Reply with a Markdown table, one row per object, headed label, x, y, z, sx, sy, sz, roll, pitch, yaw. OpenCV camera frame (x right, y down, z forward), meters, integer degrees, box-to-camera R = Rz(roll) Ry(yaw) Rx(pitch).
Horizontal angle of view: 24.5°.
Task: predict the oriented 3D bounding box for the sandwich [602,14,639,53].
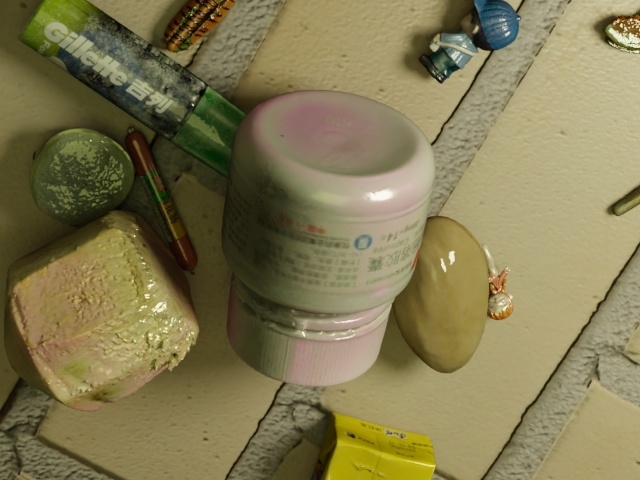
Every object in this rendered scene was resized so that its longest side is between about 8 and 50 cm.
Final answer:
| label | x | y | z | sx | sy | sz | roll | pitch | yaw |
| --- | --- | --- | --- | --- | --- | --- | --- | --- | --- |
| sandwich | 0.443 | -0.284 | 1.949 | 0.135 | 0.029 | 0.067 | -25 | 107 | 5 |

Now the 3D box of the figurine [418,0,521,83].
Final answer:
| label | x | y | z | sx | sy | sz | roll | pitch | yaw |
| --- | --- | --- | --- | --- | --- | --- | --- | --- | --- |
| figurine | 0.197 | -0.259 | 1.924 | 0.136 | 0.079 | 0.077 | -49 | 145 | 7 |

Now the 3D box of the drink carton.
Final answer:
| label | x | y | z | sx | sy | sz | roll | pitch | yaw |
| --- | --- | --- | --- | --- | --- | --- | --- | --- | --- |
| drink carton | 0.040 | 0.436 | 2.117 | 0.154 | 0.111 | 0.351 | 15 | 105 | -8 |

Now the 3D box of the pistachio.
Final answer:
| label | x | y | z | sx | sy | sz | roll | pitch | yaw |
| --- | --- | --- | --- | --- | --- | --- | --- | --- | --- |
| pistachio | 0.162 | 0.071 | 1.998 | 0.136 | 0.136 | 0.226 | -9 | 115 | 0 |

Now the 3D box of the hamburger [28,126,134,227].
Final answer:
| label | x | y | z | sx | sy | sz | roll | pitch | yaw |
| --- | --- | --- | --- | --- | --- | --- | --- | --- | --- |
| hamburger | -0.319 | -0.085 | 1.962 | 0.133 | 0.062 | 0.140 | 34 | 101 | -16 |

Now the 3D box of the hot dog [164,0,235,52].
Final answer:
| label | x | y | z | sx | sy | sz | roll | pitch | yaw |
| --- | --- | --- | --- | --- | --- | --- | --- | --- | --- |
| hot dog | -0.158 | -0.291 | 1.917 | 0.049 | 0.037 | 0.122 | 41 | 100 | -10 |

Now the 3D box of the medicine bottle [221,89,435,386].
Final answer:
| label | x | y | z | sx | sy | sz | roll | pitch | yaw |
| --- | --- | --- | --- | --- | --- | --- | --- | --- | --- |
| medicine bottle | 0.000 | 0.000 | 1.880 | 0.256 | 0.256 | 0.325 | 7 | 123 | -5 |

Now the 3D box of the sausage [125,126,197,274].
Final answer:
| label | x | y | z | sx | sy | sz | roll | pitch | yaw |
| --- | --- | --- | --- | --- | --- | --- | --- | --- | --- |
| sausage | -0.214 | -0.052 | 1.993 | 0.029 | 0.029 | 0.223 | -21 | 107 | 4 |

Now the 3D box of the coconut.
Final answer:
| label | x | y | z | sx | sy | sz | roll | pitch | yaw |
| --- | --- | --- | --- | --- | --- | --- | --- | --- | --- |
| coconut | -0.300 | 0.104 | 1.936 | 0.245 | 0.233 | 0.233 | -32 | 106 | 6 |

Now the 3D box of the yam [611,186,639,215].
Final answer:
| label | x | y | z | sx | sy | sz | roll | pitch | yaw |
| --- | --- | --- | --- | --- | --- | --- | --- | --- | --- |
| yam | 0.450 | -0.069 | 2.020 | 0.116 | 0.021 | 0.021 | -33 | 106 | 7 |

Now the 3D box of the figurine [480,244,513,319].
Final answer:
| label | x | y | z | sx | sy | sz | roll | pitch | yaw |
| --- | --- | --- | --- | --- | --- | --- | --- | --- | --- |
| figurine | 0.236 | 0.057 | 2.039 | 0.064 | 0.047 | 0.109 | -19 | 100 | 10 |

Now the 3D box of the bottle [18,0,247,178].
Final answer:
| label | x | y | z | sx | sy | sz | roll | pitch | yaw |
| --- | --- | --- | --- | --- | --- | --- | --- | --- | --- |
| bottle | -0.227 | -0.204 | 1.912 | 0.330 | 0.093 | 0.093 | 34 | 103 | -12 |
